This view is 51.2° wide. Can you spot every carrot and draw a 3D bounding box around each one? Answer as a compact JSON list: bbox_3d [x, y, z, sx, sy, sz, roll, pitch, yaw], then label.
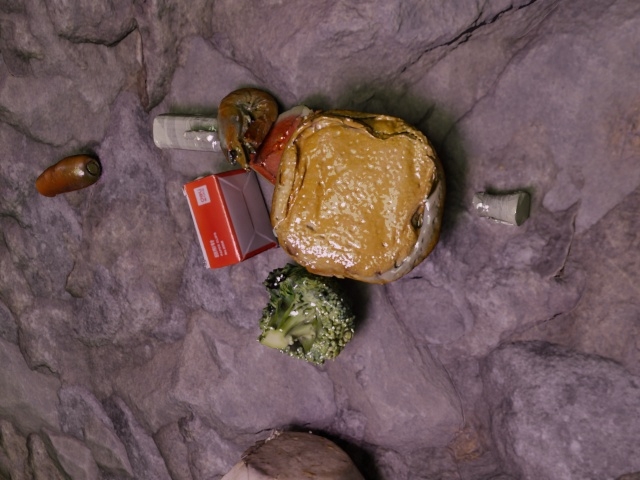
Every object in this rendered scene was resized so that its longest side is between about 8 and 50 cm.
[{"bbox_3d":[-0.609,-0.153,1.595,0.193,0.087,0.087,-12,97,31],"label":"carrot"}]

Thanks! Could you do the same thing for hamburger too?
[{"bbox_3d":[0.067,-0.073,1.130,0.318,0.158,0.319,2,99,11],"label":"hamburger"}]

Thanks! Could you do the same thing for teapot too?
[{"bbox_3d":[0.293,-0.053,1.089,0.083,0.057,0.067,13,139,34],"label":"teapot"},{"bbox_3d":[-0.249,-0.217,1.342,0.200,0.107,0.077,8,102,29],"label":"teapot"}]

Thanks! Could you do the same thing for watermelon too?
[{"bbox_3d":[-0.053,-0.169,1.247,0.193,0.137,0.145,34,88,16],"label":"watermelon"}]

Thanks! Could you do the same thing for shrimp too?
[{"bbox_3d":[-0.135,-0.215,1.238,0.115,0.217,0.051,-11,140,8],"label":"shrimp"}]

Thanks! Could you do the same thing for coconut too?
[{"bbox_3d":[-0.076,0.581,1.315,0.346,0.346,0.360,12,102,28],"label":"coconut"}]

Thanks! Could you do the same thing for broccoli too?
[{"bbox_3d":[-0.038,0.140,1.271,0.226,0.176,0.198,-13,102,18],"label":"broccoli"}]

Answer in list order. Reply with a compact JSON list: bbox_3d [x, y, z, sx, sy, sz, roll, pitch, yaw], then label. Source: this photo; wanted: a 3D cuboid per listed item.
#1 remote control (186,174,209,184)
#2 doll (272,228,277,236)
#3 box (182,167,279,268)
[{"bbox_3d":[-0.242,-0.075,1.421,0.074,0.032,0.122,-18,94,34],"label":"remote control"},{"bbox_3d":[0.000,0.000,1.268,0.214,0.071,0.103,22,114,25],"label":"doll"},{"bbox_3d":[-0.179,-0.044,1.330,0.099,0.133,0.182,-14,97,35],"label":"box"}]
